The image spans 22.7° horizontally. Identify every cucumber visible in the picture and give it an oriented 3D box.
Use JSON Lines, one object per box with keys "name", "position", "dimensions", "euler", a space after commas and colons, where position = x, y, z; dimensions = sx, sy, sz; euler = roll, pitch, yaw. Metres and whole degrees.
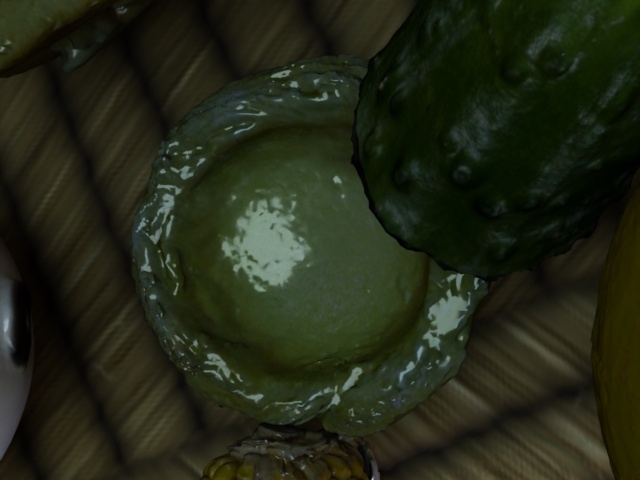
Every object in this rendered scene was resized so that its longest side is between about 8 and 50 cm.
{"name": "cucumber", "position": [0.108, -0.089, 0.640], "dimensions": [0.134, 0.134, 0.244], "euler": [49, 147, 9]}

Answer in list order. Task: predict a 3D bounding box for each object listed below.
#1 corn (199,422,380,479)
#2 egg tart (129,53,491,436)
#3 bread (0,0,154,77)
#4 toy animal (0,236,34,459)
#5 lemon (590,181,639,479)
{"name": "corn", "position": [-0.016, 0.237, 0.802], "dimensions": [0.106, 0.106, 0.293], "euler": [1, 94, 16]}
{"name": "egg tart", "position": [0.000, 0.000, 0.796], "dimensions": [0.197, 0.078, 0.197], "euler": [0, 90, 17]}
{"name": "bread", "position": [-0.095, -0.178, 0.765], "dimensions": [0.257, 0.186, 0.124], "euler": [-40, 94, 17]}
{"name": "toy animal", "position": [-0.271, 0.040, 0.816], "dimensions": [0.267, 0.212, 0.212], "euler": [42, 102, 7]}
{"name": "lemon", "position": [0.246, 0.055, 0.624], "dimensions": [0.297, 0.297, 0.297], "euler": [1, 92, 16]}
